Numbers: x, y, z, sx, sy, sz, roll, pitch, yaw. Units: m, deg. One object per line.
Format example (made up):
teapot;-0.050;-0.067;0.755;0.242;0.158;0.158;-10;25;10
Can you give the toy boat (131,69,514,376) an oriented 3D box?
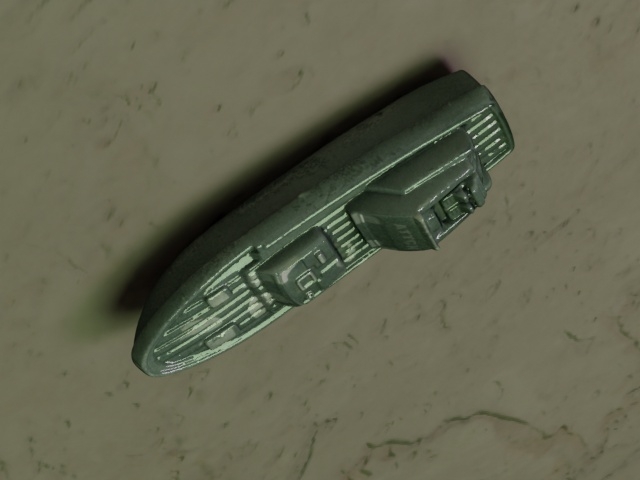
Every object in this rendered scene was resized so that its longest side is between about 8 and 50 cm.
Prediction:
toy boat;0.000;0.000;1.119;0.260;0.085;0.078;-34;143;0
